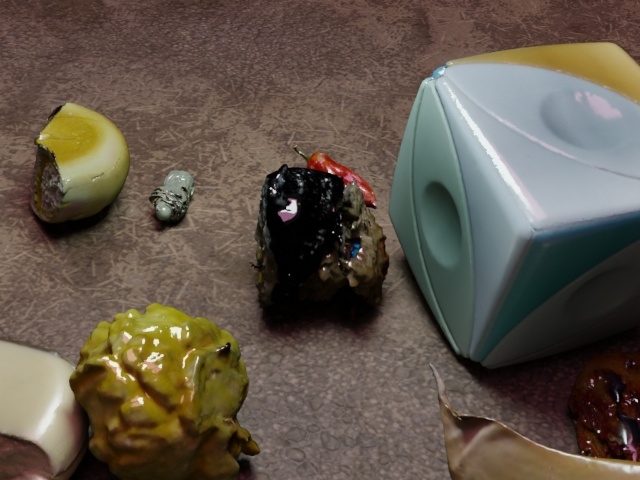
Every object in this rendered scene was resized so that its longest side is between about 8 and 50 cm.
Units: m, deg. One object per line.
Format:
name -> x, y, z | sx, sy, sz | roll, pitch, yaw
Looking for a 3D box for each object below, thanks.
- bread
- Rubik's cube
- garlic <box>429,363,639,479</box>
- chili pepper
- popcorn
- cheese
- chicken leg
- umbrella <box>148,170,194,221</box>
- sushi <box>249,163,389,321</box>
bread -> -0.401, -0.114, 1.837 | 0.156, 0.158, 0.260 | 18, 36, 0
Rubik's cube -> 0.331, -0.056, 1.616 | 0.352, 0.351, 0.347 | -10, 53, -21
garlic -> 0.272, 0.289, 1.327 | 0.338, 0.196, 0.151 | 21, 25, 33
chili pepper -> 0.027, -0.113, 1.959 | 0.191, 0.050, 0.059 | 36, 42, 19
popcorn -> -0.182, 0.197, 1.373 | 0.266, 0.192, 0.233 | 46, 26, -7
cheese -> -0.421, 0.230, 1.370 | 0.266, 0.127, 0.233 | 10, 38, 12
chicken leg -> 0.438, 0.235, 1.519 | 0.177, 0.083, 0.322 | 11, 37, -7
umbrella -> -0.251, -0.076, 1.865 | 0.067, 0.062, 0.143 | 37, 29, -9
sushi -> 0.006, 0.001, 1.669 | 0.219, 0.225, 0.238 | 11, 68, -6
